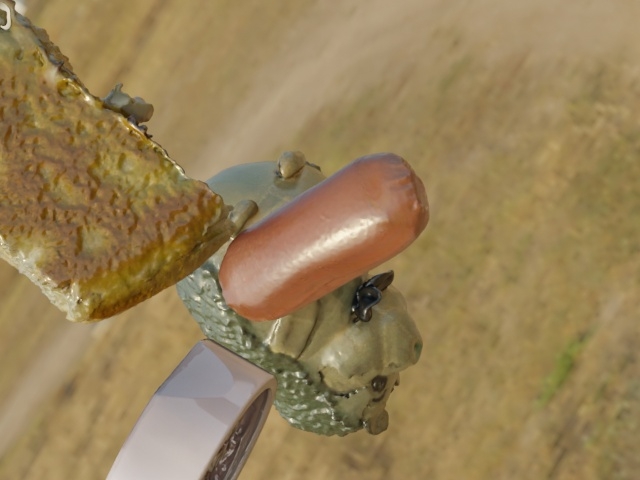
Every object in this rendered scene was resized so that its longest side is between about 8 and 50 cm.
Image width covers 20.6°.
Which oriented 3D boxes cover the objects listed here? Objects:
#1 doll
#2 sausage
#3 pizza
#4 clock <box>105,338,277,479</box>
[{"bbox_3d":[-0.021,0.070,2.022,0.247,0.349,0.247,-20,25,10],"label":"doll"},{"bbox_3d":[0.000,0.000,1.292,0.194,0.077,0.077,-32,26,34],"label":"sausage"},{"bbox_3d":[-0.219,-0.069,1.436,0.189,0.297,0.071,-43,-1,-22],"label":"pizza"},{"bbox_3d":[-0.111,0.181,1.434,0.197,0.068,0.197,-59,-8,-14],"label":"clock"}]
